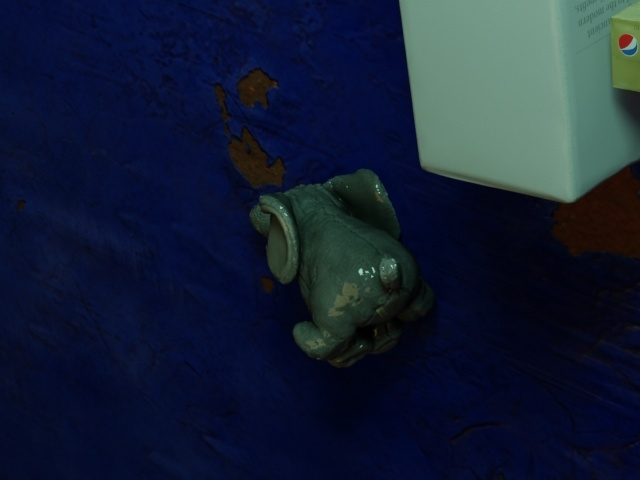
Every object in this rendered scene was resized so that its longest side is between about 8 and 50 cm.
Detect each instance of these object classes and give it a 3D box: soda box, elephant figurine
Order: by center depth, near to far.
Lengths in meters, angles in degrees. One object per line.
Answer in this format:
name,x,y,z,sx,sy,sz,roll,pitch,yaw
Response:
soda box,0.294,-0.168,1.238,0.061,0.181,0.058,17,126,39
elephant figurine,0.000,0.000,1.700,0.186,0.169,0.239,-42,64,23

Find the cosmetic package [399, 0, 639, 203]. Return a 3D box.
cosmetic package,0.178,-0.285,1.249,0.161,0.230,0.453,15,124,41
